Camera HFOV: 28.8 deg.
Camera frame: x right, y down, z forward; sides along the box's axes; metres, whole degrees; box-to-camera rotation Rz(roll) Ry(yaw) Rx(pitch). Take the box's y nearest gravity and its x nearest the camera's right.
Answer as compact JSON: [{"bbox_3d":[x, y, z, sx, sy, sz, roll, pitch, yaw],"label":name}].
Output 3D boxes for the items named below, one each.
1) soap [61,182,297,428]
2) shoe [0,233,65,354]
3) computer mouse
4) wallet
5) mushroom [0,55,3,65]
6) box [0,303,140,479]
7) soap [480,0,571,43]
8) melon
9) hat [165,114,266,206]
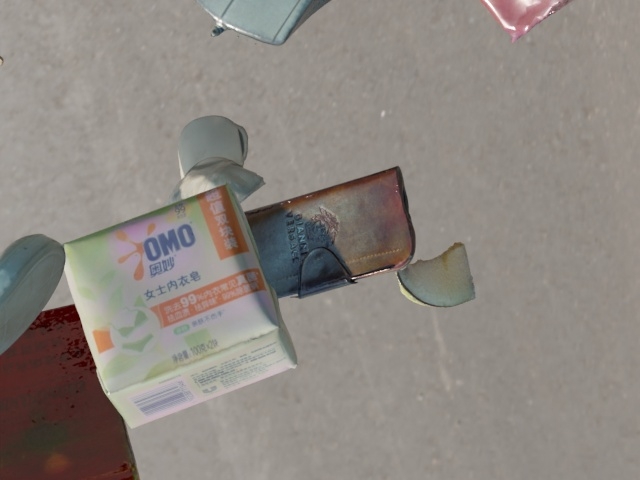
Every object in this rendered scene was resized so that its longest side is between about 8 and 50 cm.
[{"bbox_3d":[-0.148,0.068,1.299,0.199,0.182,0.138,-21,156,-3],"label":"soap"},{"bbox_3d":[-0.256,0.061,0.822,0.078,0.195,0.079,37,175,12],"label":"shoe"},{"bbox_3d":[-0.049,-0.419,1.798,0.188,0.371,0.122,32,147,9],"label":"computer mouse"},{"bbox_3d":[0.000,0.000,1.591,0.255,0.137,0.031,-16,162,25],"label":"wallet"},{"bbox_3d":[-0.576,-0.292,2.108,0.101,0.019,0.049,-20,129,32],"label":"mushroom"},{"bbox_3d":[-0.341,0.233,1.530,0.197,0.313,0.089,-12,139,-14],"label":"box"},{"bbox_3d":[0.130,-0.317,0.962,0.289,0.182,0.112,52,138,-1],"label":"soap"},{"bbox_3d":[0.187,0.071,2.082,0.054,0.182,0.098,7,109,43],"label":"melon"},{"bbox_3d":[-0.215,-0.106,2.140,0.219,0.164,0.226,-45,68,38],"label":"hat"}]
